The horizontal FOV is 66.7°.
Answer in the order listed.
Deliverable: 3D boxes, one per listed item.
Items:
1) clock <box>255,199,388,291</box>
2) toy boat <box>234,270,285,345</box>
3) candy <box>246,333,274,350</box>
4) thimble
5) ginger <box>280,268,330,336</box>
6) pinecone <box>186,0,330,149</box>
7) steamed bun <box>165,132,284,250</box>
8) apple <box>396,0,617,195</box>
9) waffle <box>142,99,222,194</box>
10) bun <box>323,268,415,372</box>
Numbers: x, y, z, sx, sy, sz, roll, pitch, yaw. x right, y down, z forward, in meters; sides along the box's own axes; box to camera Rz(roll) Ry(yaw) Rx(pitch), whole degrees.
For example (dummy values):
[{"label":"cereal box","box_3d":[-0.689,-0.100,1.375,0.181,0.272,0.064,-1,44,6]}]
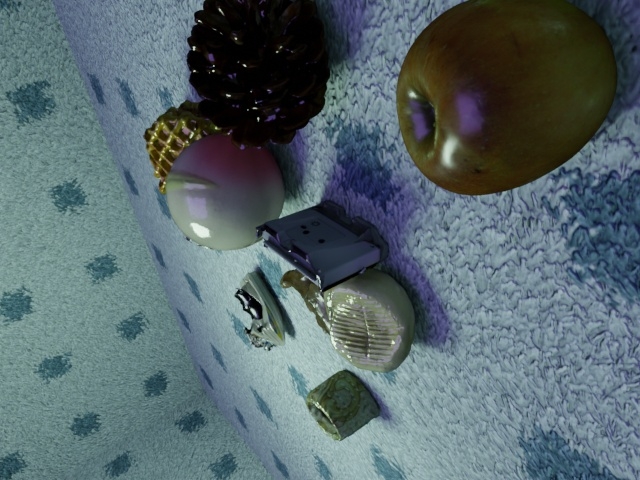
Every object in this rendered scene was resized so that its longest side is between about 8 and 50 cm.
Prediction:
[{"label":"clock","box_3d":[0.000,0.000,1.039,0.253,0.186,0.083,33,135,42]},{"label":"toy boat","box_3d":[-0.212,0.244,1.668,0.141,0.140,0.269,-47,59,61]},{"label":"candy","box_3d":[-0.241,0.389,1.931,0.226,0.051,0.094,-16,90,60]},{"label":"thimble","box_3d":[0.062,0.477,1.393,0.190,0.143,0.137,34,140,41]},{"label":"ginger","box_3d":[0.009,0.157,1.281,0.333,0.080,0.166,49,135,37]},{"label":"pinecone","box_3d":[-0.120,-0.322,0.893,0.298,0.242,0.296,52,153,30]},{"label":"steamed bun","box_3d":[-0.223,-0.147,1.197,0.309,0.309,0.309,40,145,36]},{"label":"apple","box_3d":[0.208,-0.162,0.561,0.237,0.207,0.237,164,90,-78]},{"label":"waffle","box_3d":[-0.370,-0.238,1.422,0.261,0.151,0.324,8,124,18]},{"label":"bun","box_3d":[0.109,0.167,1.061,0.229,0.145,0.229,7,105,27]}]
